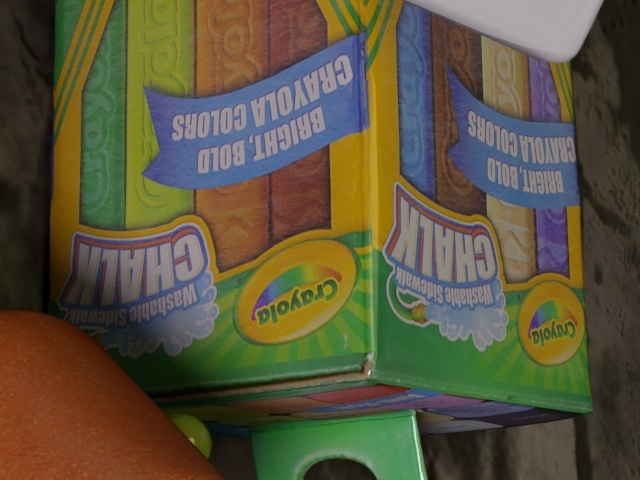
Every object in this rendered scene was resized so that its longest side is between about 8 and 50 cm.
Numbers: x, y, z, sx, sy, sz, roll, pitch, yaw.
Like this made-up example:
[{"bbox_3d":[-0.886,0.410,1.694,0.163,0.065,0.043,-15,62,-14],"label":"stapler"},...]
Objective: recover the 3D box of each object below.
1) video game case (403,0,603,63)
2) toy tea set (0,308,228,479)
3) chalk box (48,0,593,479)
[{"bbox_3d":[0.002,-0.245,0.404,0.300,0.036,0.329,20,100,-21],"label":"video game case"},{"bbox_3d":[-0.158,0.073,0.371,0.200,0.124,0.336,-57,137,-5],"label":"toy tea set"},{"bbox_3d":[0.000,0.000,0.552,0.132,0.132,0.213,16,68,-52],"label":"chalk box"}]
